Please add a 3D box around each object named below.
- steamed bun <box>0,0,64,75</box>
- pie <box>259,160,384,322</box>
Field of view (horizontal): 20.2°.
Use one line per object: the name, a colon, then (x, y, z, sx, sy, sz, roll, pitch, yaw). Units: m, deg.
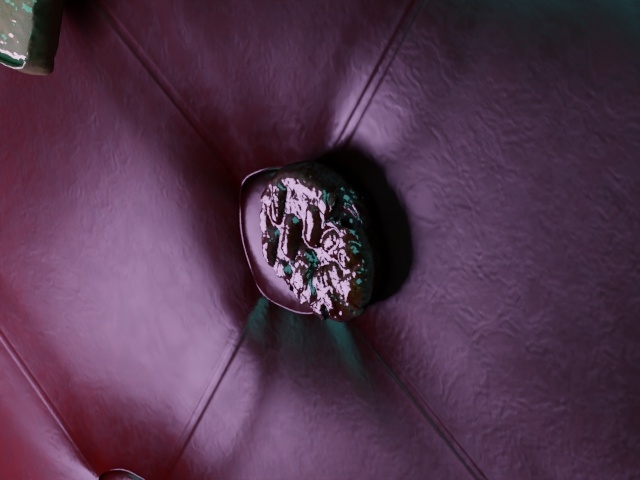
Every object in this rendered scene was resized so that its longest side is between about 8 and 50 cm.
steamed bun: (-0.334, -0.306, 1.814, 0.212, 0.110, 0.231, 23, 120, 22)
pie: (0.000, 0.000, 1.613, 0.154, 0.036, 0.154, 22, 122, 41)
